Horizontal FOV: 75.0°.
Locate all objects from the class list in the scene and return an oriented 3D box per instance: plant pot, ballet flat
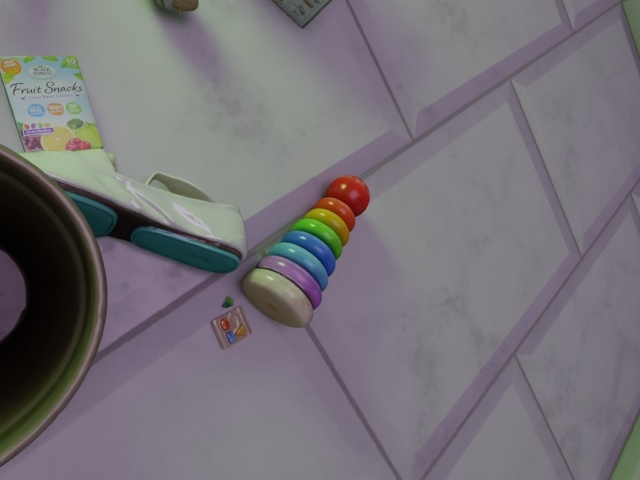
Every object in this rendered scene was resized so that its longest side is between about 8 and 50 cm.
[{"bbox_3d":[-0.416,0.067,0.432,0.324,0.280,0.322,4,83,-33],"label":"plant pot"},{"bbox_3d":[-0.292,-0.059,0.630,0.401,0.139,0.139,21,75,-34],"label":"ballet flat"}]

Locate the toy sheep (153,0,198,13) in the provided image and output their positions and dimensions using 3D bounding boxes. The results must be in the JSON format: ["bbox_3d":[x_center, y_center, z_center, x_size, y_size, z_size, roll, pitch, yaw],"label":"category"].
[{"bbox_3d":[-0.260,-0.439,0.700,0.132,0.091,0.091,41,65,-8],"label":"toy sheep"}]

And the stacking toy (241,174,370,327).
[{"bbox_3d":[0.000,0.000,0.802,0.141,0.141,0.330,48,58,-19],"label":"stacking toy"}]

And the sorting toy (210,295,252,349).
[{"bbox_3d":[-0.162,0.144,0.745,0.062,0.012,0.083,-26,100,-31],"label":"sorting toy"}]

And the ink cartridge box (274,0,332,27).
[{"bbox_3d":[-0.063,-0.643,0.811,0.310,0.130,0.271,35,71,-25],"label":"ink cartridge box"}]

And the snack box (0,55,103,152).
[{"bbox_3d":[-0.395,-0.194,0.615,0.100,0.037,0.141,-17,94,-33],"label":"snack box"}]
